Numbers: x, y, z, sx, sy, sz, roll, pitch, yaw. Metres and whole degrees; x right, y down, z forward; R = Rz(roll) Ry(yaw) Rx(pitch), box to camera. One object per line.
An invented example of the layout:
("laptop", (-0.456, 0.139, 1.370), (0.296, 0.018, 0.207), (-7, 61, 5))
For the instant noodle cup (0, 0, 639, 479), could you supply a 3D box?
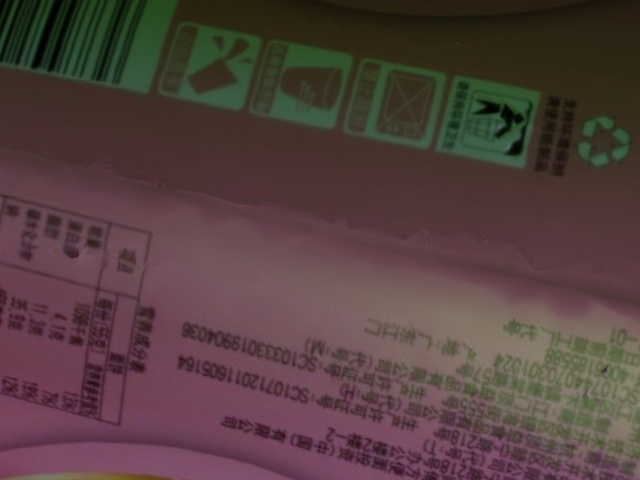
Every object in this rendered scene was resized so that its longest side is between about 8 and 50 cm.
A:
("instant noodle cup", (0.000, 0.000, 0.499), (0.255, 0.244, 0.244), (12, 114, 1))
